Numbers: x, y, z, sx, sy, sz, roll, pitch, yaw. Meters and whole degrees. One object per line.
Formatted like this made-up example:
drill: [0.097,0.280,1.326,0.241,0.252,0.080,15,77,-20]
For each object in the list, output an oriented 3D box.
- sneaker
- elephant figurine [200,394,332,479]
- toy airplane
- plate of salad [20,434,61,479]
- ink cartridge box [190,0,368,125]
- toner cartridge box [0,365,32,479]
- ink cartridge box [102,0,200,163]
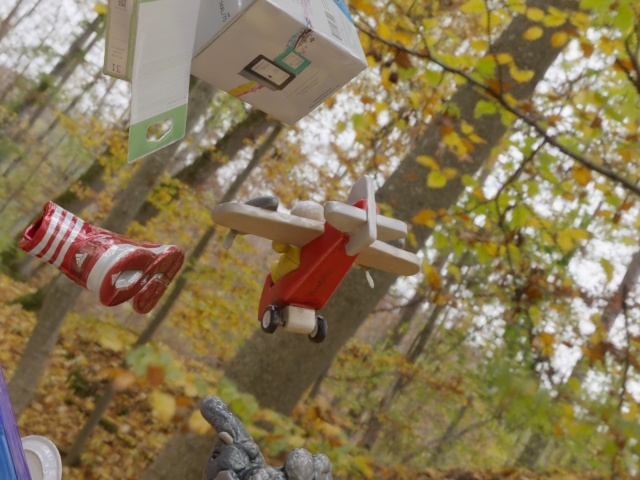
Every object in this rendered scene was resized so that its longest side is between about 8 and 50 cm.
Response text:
sneaker: [-0.223,0.007,0.830,0.128,0.087,0.221,33,-7,6]
elephant figurine: [-0.105,0.355,1.162,0.239,0.186,0.169,3,-52,38]
toy airplane: [0.000,0.000,1.694,0.386,0.384,0.272,69,3,-45]
plate of salad: [-0.551,0.459,1.486,0.199,0.200,0.048,20,-19,37]
ink cartridge box: [-0.093,-0.370,1.399,0.197,0.198,0.270,-34,-35,29]
toner cartridge box: [-0.448,0.228,1.056,0.165,0.075,0.348,100,-33,-57]
ink cartridge box: [-0.243,-0.246,1.158,0.056,0.235,0.171,20,26,13]
